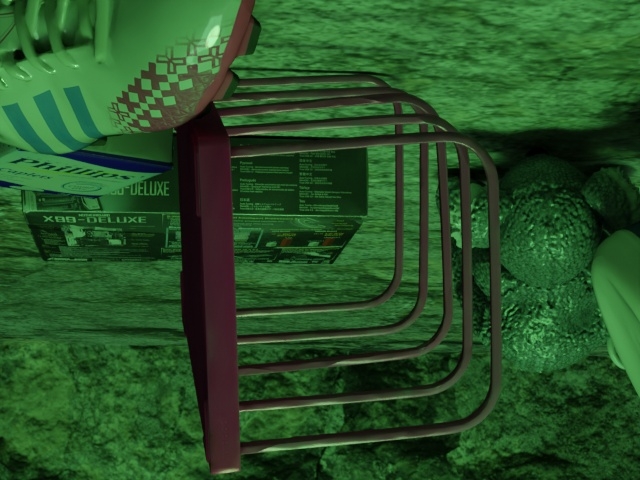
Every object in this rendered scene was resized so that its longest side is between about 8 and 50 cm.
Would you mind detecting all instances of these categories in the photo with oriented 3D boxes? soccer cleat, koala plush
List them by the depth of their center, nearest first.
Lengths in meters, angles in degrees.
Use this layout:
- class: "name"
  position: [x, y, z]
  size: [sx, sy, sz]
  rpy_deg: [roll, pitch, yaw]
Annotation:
- class: "soccer cleat"
  position: [-0.150, -0.113, 0.812]
  size: [0.143, 0.116, 0.331]
  rpy_deg: [4, 169, -28]
- class: "koala plush"
  position: [0.206, -0.001, 1.275]
  size: [0.196, 0.203, 0.221]
  rpy_deg: [-1, 157, 3]

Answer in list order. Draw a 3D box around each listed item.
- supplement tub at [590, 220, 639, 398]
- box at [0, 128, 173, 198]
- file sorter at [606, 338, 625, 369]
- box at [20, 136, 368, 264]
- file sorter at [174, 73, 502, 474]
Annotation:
- class: "supplement tub"
  position: [0.405, 0.039, 1.126]
  size: [0.316, 0.228, 0.228]
  rpy_deg: [-25, 168, 0]
- class: "box"
  position: [-0.200, -0.084, 1.082]
  size: [0.126, 0.072, 0.137]
  rpy_deg: [7, 166, -35]
- class: "file sorter"
  position: [0.466, 0.045, 1.503]
  size: [0.193, 0.173, 0.277]
  rpy_deg: [8, 166, -37]
- class: "box"
  position: [-0.122, -0.034, 1.330]
  size: [0.307, 0.076, 0.242]
  rpy_deg: [1, 169, -6]
- class: "file sorter"
  position: [0.000, 0.000, 0.943]
  size: [0.182, 0.202, 0.291]
  rpy_deg: [-3, -165, -8]
